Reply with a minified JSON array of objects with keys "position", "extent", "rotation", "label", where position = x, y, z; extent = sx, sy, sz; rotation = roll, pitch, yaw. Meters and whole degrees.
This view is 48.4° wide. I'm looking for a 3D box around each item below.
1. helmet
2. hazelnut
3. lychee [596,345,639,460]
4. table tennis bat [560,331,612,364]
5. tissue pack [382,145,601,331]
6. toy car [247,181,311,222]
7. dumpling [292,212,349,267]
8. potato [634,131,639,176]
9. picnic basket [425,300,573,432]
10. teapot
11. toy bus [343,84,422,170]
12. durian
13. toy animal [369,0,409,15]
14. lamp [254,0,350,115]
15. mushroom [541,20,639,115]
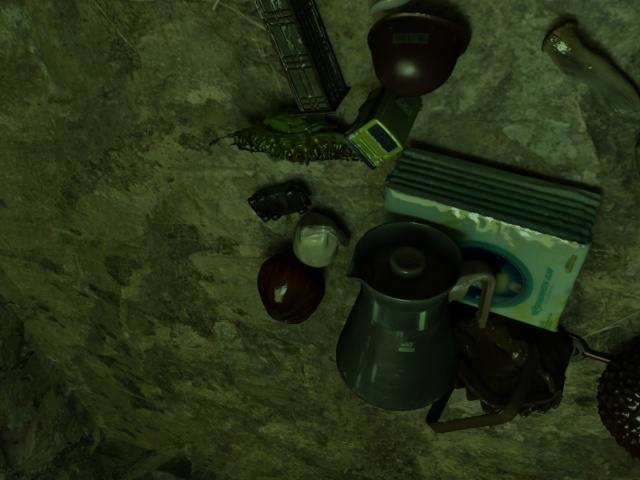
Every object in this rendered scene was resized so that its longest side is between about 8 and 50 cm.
[{"position":[0.165,-0.298,1.200],"extent":[0.175,0.106,0.155],"rotation":[2,161,2],"label":"helmet"},{"position":[-0.081,0.117,1.791],"extent":[0.178,0.178,0.204],"rotation":[26,156,5],"label":"hazelnut"},{"position":[0.706,0.345,1.471],"extent":[0.268,0.267,0.267],"rotation":[18,140,16],"label":"lychee"},{"position":[0.591,0.252,1.639],"extent":[0.155,0.019,0.098],"rotation":[16,139,22],"label":"table tennis bat"},{"position":[0.319,-0.002,1.415],"extent":[0.388,0.162,0.287],"rotation":[17,140,15],"label":"tissue pack"},{"position":[-0.092,-0.094,1.657],"extent":[0.165,0.062,0.071],"rotation":[-10,128,39],"label":"toy car"},{"position":[0.000,0.000,1.669],"extent":[0.136,0.118,0.199],"rotation":[9,167,4],"label":"dumpling"},{"position":[0.631,-0.102,1.092],"extent":[0.307,0.173,0.210],"rotation":[41,120,-16],"label":"potato"},{"position":[0.373,0.275,1.560],"extent":[0.291,0.321,0.254],"rotation":[47,143,-13],"label":"picnic basket"},{"position":[0.180,0.149,1.378],"extent":[0.300,0.253,0.344],"rotation":[-8,137,-7],"label":"teapot"},{"position":[0.119,-0.219,1.300],"extent":[0.088,0.175,0.101],"rotation":[44,133,-17],"label":"toy bus"},{"position":[-0.057,-0.211,1.459],"extent":[0.375,0.132,0.106],"rotation":[10,150,16],"label":"durian"},{"position":[0.169,-0.422,1.095],"extent":[0.221,0.103,0.130],"rotation":[0,134,32],"label":"toy animal"},{"position":[-0.047,-0.382,1.292],"extent":[0.089,0.090,0.325],"rotation":[2,133,32],"label":"lamp"},{"position":[0.437,-0.271,1.140],"extent":[0.202,0.054,0.059],"rotation":[35,148,-14],"label":"mushroom"}]
